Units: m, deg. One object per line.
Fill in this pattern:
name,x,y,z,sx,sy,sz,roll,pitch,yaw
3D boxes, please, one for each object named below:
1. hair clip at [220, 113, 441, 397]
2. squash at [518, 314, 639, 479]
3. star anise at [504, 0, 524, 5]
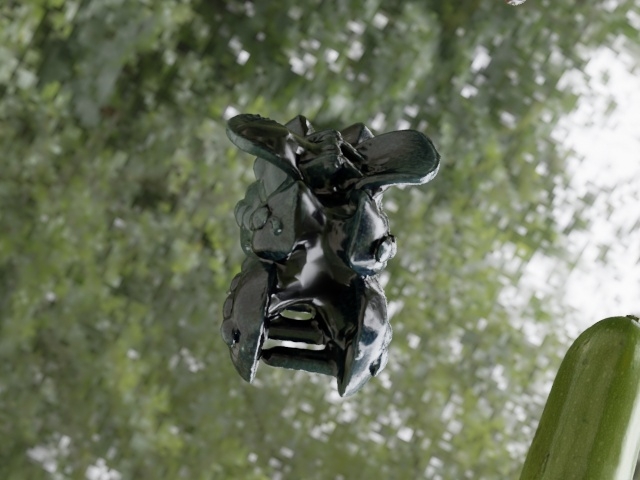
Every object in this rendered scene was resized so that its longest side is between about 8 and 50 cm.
hair clip,0.001,-0.007,1.526,0.310,0.194,0.206,-93,-170,-64
squash,0.228,0.148,1.377,0.095,0.095,0.188,-30,-147,59
star anise,0.181,-0.258,1.216,0.208,0.172,0.063,-67,-147,32
